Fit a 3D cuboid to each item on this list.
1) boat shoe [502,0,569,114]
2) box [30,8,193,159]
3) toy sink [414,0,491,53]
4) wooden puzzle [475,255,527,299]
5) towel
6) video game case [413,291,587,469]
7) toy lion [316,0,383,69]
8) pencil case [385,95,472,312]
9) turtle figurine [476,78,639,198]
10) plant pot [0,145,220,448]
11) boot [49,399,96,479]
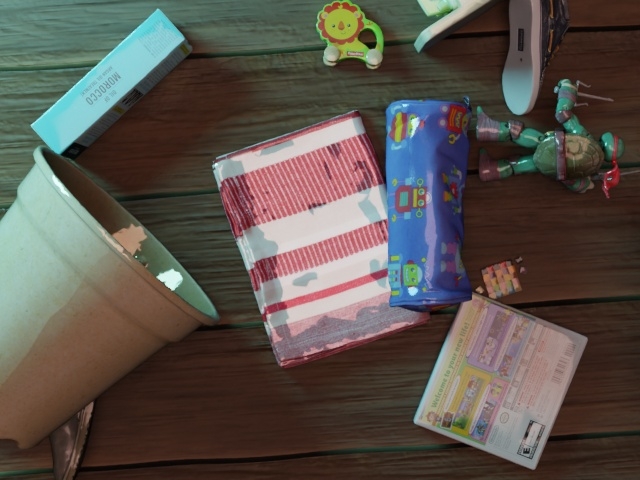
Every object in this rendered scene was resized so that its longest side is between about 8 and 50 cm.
[{"bbox_3d":[0.317,-0.275,1.720,0.083,0.065,0.184,-13,115,-33],"label":"boat shoe"},{"bbox_3d":[-0.295,-0.220,1.700,0.244,0.100,0.060,-42,90,0],"label":"box"},{"bbox_3d":[0.206,-0.387,1.674,0.234,0.153,0.131,-33,91,2],"label":"toy sink"},{"bbox_3d":[0.267,0.058,1.754,0.083,0.006,0.049,-18,91,0],"label":"wooden puzzle"},{"bbox_3d":[0.000,0.000,1.738,0.237,0.037,0.329,-19,91,-1],"label":"towel"},{"bbox_3d":[0.264,0.205,1.747,0.193,0.023,0.213,21,93,-1],"label":"video game case"},{"bbox_3d":[0.043,-0.302,1.737,0.100,0.034,0.096,5,84,-1],"label":"toy lion"},{"bbox_3d":[0.155,-0.051,1.684,0.119,0.133,0.306,-4,83,33],"label":"pencil case"},{"bbox_3d":[0.340,-0.137,1.682,0.234,0.118,0.175,0,112,11],"label":"turtle figurine"},{"bbox_3d":[-0.357,0.098,1.591,0.334,0.334,0.305,44,91,-1],"label":"plant pot"},{"bbox_3d":[-0.436,0.251,1.722,0.208,0.076,0.190,12,77,-7],"label":"boot"}]
